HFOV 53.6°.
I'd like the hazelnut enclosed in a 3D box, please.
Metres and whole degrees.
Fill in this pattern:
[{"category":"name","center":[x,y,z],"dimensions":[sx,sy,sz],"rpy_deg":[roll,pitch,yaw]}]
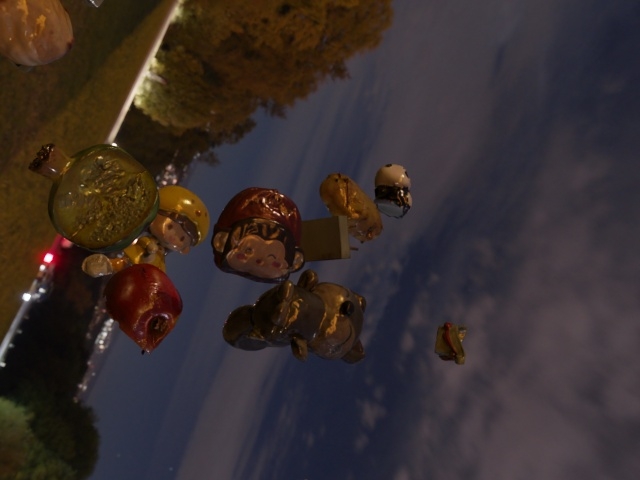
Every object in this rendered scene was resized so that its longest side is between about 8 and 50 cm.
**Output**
[{"category":"hazelnut","center":[-0.758,-0.584,1.629],"dimensions":[0.241,0.261,0.261],"rpy_deg":[-51,-167,-5]}]

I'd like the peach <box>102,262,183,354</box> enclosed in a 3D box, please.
[{"category":"peach","center":[-0.440,0.133,1.565],"dimensions":[0.154,0.159,0.267],"rpy_deg":[-38,-151,-4]}]

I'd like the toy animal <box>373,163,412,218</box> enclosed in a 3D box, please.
[{"category":"toy animal","center":[0.255,-0.180,2.201],"dimensions":[0.166,0.138,0.179],"rpy_deg":[108,-11,-70]}]

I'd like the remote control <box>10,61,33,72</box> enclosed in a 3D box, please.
[{"category":"remote control","center":[-0.939,-0.612,1.798],"dimensions":[0.090,0.309,0.038],"rpy_deg":[-20,-147,35]}]

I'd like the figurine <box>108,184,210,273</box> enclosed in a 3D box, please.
[{"category":"figurine","center":[-0.486,-0.011,1.912],"dimensions":[0.187,0.215,0.344],"rpy_deg":[16,-123,43]}]

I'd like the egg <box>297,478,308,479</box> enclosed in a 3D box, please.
[{"category":"egg","center":[-0.054,0.608,1.377],"dimensions":[0.164,0.201,0.164],"rpy_deg":[167,-90,-86]}]

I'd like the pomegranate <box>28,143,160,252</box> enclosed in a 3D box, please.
[{"category":"pomegranate","center":[-0.306,-0.063,0.856],"dimensions":[0.143,0.169,0.122],"rpy_deg":[-58,-163,-3]}]

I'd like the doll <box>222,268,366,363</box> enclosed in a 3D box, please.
[{"category":"doll","center":[-0.054,0.219,1.812],"dimensions":[0.378,0.382,0.253],"rpy_deg":[-2,-108,51]}]

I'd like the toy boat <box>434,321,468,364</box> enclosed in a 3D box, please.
[{"category":"toy boat","center":[0.301,0.232,1.455],"dimensions":[0.185,0.071,0.089],"rpy_deg":[-49,147,-69]}]

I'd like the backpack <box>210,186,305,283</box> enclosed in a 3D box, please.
[{"category":"backpack","center":[-0.137,-0.016,1.447],"dimensions":[0.229,0.229,0.139],"rpy_deg":[-65,-158,0]}]

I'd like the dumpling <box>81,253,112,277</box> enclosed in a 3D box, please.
[{"category":"dumpling","center":[-0.612,0.069,1.734],"dimensions":[0.052,0.076,0.057],"rpy_deg":[-32,126,-44]}]

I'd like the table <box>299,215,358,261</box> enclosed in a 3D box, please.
[{"category":"table","center":[0.000,0.000,1.853],"dimensions":[0.240,0.111,0.122],"rpy_deg":[-6,-93,42]}]

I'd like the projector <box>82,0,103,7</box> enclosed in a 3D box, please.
[{"category":"projector","center":[-0.606,-0.714,1.679],"dimensions":[0.147,0.061,0.115],"rpy_deg":[-64,150,-14]}]

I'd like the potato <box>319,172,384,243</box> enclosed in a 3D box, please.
[{"category":"potato","center":[0.119,-0.119,2.377],"dimensions":[0.140,0.300,0.173],"rpy_deg":[-29,-161,39]}]
